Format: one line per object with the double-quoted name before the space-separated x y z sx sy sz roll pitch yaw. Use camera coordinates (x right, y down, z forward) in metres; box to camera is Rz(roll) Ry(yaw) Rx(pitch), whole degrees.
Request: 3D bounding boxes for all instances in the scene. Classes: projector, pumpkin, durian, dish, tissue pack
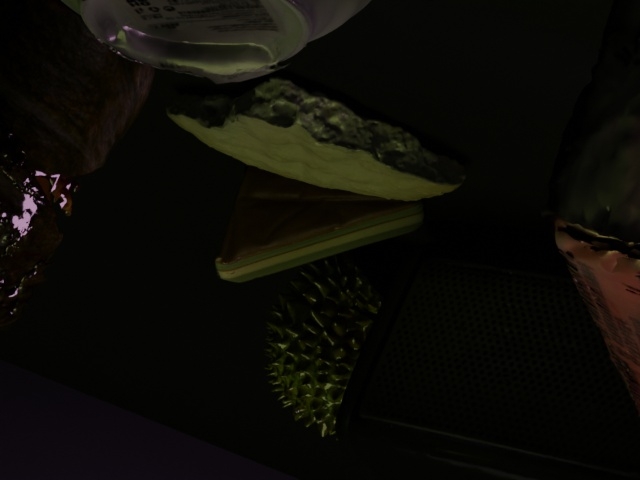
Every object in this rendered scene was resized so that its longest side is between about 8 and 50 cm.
"projector" 0.277 0.193 1.639 0.405 0.242 0.395 8 154 34
"pumpkin" -0.251 -0.080 1.302 0.192 0.320 0.320 34 160 -13
"durian" 0.040 0.118 1.810 0.200 0.176 0.237 26 173 17
"dish" -0.074 -0.165 1.112 0.260 0.085 0.260 4 161 1
"tissue pack" 0.229 -0.033 1.017 0.123 0.245 0.332 14 162 23

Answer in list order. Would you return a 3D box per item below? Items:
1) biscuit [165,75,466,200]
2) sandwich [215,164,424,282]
"biscuit" -0.008 -0.082 1.491 0.265 0.040 0.188 13 165 21
"sandwich" 0.000 0.000 1.608 0.163 0.113 0.079 16 163 8
